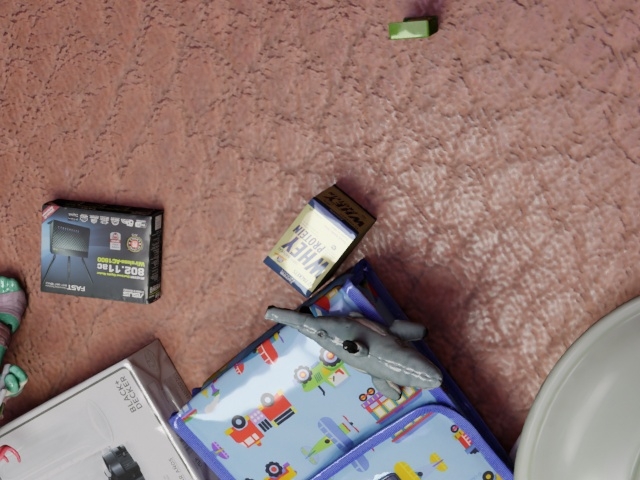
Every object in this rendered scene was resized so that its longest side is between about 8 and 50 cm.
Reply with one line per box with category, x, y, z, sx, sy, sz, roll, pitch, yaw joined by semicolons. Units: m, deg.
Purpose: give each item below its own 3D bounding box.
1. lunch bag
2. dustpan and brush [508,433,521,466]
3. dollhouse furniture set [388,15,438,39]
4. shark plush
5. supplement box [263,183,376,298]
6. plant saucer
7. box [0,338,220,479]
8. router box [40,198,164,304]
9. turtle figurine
lunch bag;0.039;0.205;1.537;0.221;0.138;0.293;-38;92;11
dustpan and brush;0.247;0.176;1.514;0.147;0.060;0.211;15;101;44
dollhouse furniture set;0.078;-0.263;1.480;0.076;0.058;0.152;-1;101;15
shark plush;0.033;0.084;1.418;0.161;0.067;0.073;34;97;-5
supplement box;0.000;0.000;1.540;0.056;0.083;0.083;39;108;5
plant saucer;0.371;0.229;1.408;0.400;0.100;0.401;0;88;0
box;-0.255;0.243;1.657;0.290;0.087;0.169;-31;92;18
router box;-0.221;0.011;1.627;0.122;0.038;0.092;6;103;14
turtle figurine;-0.362;0.144;1.597;0.175;0.234;0.118;-4;132;5
